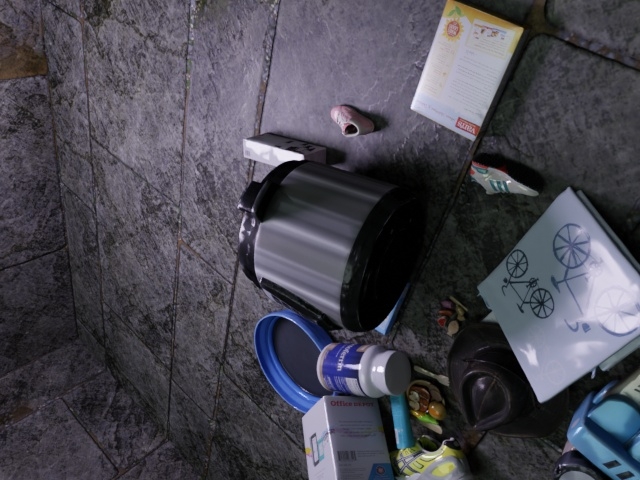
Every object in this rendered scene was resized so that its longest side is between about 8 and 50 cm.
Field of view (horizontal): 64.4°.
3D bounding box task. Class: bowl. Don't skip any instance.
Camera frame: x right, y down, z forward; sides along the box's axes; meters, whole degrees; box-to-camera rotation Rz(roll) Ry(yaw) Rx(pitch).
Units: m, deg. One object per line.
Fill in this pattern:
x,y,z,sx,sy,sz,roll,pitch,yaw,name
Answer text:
-0.076,0.421,1.786,0.391,0.077,0.391,21,124,36,bowl

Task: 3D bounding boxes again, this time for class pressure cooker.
0.003,-0.005,1.270,0.420,0.375,0.370,22,127,26,pressure cooker

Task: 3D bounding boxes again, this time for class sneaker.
0.395,-0.126,1.090,0.161,0.057,0.075,31,146,27,sneaker
0.300,0.670,1.551,0.384,0.145,0.147,-22,68,48,sneaker
0.065,-0.303,1.289,0.134,0.070,0.051,33,132,28,sneaker

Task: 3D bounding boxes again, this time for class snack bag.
0.482,0.121,1.024,0.343,0.037,0.323,118,147,-40,snack bag

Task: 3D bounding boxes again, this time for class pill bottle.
0.129,0.389,1.527,0.264,0.153,0.153,-8,105,44,pill bottle

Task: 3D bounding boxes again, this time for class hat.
0.410,0.368,1.202,0.331,0.134,0.331,22,125,34,hat

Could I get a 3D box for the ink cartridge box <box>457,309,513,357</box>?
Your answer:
0.464,0.267,1.225,0.206,0.045,0.208,45,134,17,ink cartridge box

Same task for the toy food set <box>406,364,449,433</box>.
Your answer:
0.303,0.464,1.464,0.132,0.038,0.192,16,113,35,toy food set

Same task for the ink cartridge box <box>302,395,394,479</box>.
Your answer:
0.078,0.653,1.595,0.197,0.198,0.270,122,148,-44,ink cartridge box

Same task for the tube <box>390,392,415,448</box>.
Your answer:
0.237,0.509,1.515,0.080,0.052,0.207,-32,61,55,tube

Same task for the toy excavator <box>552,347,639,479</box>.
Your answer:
0.639,0.337,1.014,0.433,0.222,0.445,41,120,22,toy excavator

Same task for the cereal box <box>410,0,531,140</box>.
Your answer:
0.302,-0.351,1.056,0.173,0.047,0.240,36,132,25,cereal box

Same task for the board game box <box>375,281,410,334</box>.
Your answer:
0.131,0.145,1.440,0.211,0.039,0.160,28,104,30,board game box

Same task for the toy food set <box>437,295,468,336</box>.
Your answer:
0.342,0.192,1.323,0.078,0.019,0.122,41,141,21,toy food set

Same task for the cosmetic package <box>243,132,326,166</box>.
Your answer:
-0.105,-0.254,1.456,0.239,0.099,0.061,21,121,34,cosmetic package
